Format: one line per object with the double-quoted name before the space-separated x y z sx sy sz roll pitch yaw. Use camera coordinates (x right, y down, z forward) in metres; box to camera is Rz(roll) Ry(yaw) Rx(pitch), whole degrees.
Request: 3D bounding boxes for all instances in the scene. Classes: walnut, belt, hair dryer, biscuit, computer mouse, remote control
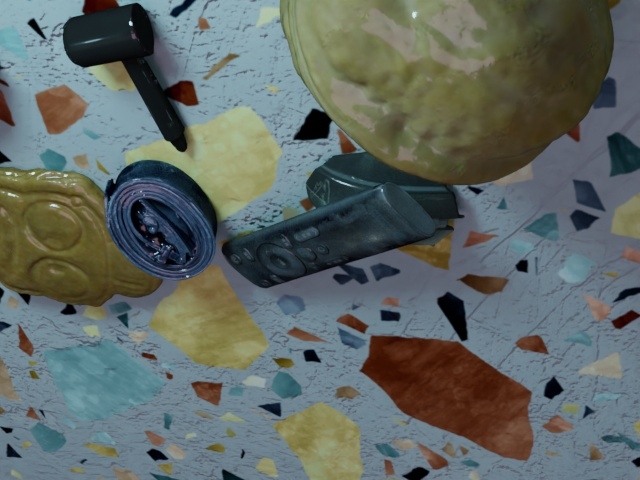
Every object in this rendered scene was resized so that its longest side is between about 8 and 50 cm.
"walnut" 0.138 -0.241 1.282 0.381 0.381 0.381 8 132 9
"belt" -0.238 -0.030 1.710 0.141 0.082 0.190 -31 116 14
"hair dryer" -0.255 -0.217 1.594 0.114 0.071 0.248 -7 136 20
"biscuit" -0.426 -0.001 1.828 0.375 0.051 0.269 11 131 7
"computer mouse" 0.089 -0.047 1.630 0.231 0.071 0.126 17 133 0
"remote control" 0.000 0.000 1.643 0.107 0.044 0.377 45 143 -21
